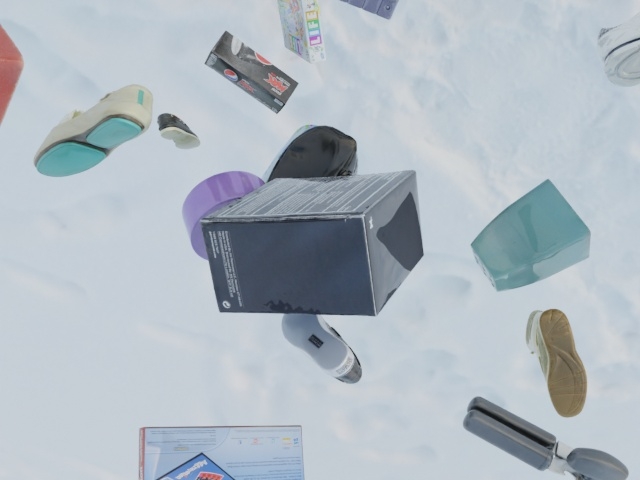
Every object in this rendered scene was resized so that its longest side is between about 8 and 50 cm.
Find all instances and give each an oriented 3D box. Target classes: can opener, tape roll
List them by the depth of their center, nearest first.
[{"bbox_3d":[0.398,0.354,1.281,0.284,0.076,0.095,28,127,8],"label":"can opener"},{"bbox_3d":[-0.182,-0.046,1.478,0.189,0.080,0.189,-16,140,-14],"label":"tape roll"}]

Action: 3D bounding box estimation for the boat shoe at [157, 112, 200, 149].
[{"bbox_3d":[-0.269,-0.207,1.387,0.049,0.042,0.133,-19,166,12],"label":"boat shoe"}]

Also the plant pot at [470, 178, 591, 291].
[{"bbox_3d":[0.486,0.008,1.713,0.234,0.165,0.165,-31,151,5],"label":"plant pot"}]

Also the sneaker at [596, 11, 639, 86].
[{"bbox_3d":[0.499,-0.296,0.985,0.235,0.094,0.090,-14,136,23],"label":"sneaker"}]

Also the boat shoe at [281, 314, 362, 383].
[{"bbox_3d":[0.006,0.187,1.311,0.080,0.228,0.076,-48,125,-8],"label":"boat shoe"}]

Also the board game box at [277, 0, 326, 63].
[{"bbox_3d":[-0.032,-0.338,1.113,0.026,0.154,0.103,-16,117,-12],"label":"board game box"}]

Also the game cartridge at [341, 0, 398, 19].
[{"bbox_3d":[0.106,-0.652,1.545,0.230,0.068,0.355,16,147,-7],"label":"game cartridge"}]

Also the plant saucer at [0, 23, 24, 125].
[{"bbox_3d":[-0.445,-0.171,0.814,0.048,0.259,0.258,-4,137,-51],"label":"plant saucer"}]

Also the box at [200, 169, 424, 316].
[{"bbox_3d":[0.000,0.000,1.276,0.294,0.296,0.182,-2,108,25],"label":"box"}]

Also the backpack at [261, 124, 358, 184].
[{"bbox_3d":[-0.025,-0.151,1.838,0.273,0.290,0.355,35,-173,17],"label":"backpack"}]

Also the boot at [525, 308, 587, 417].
[{"bbox_3d":[0.584,0.301,1.818,0.095,0.261,0.203,-13,174,3],"label":"boot"}]

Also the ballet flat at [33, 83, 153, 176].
[{"bbox_3d":[-0.328,-0.161,1.049,0.249,0.086,0.086,-16,136,36],"label":"ballet flat"}]

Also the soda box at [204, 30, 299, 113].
[{"bbox_3d":[-0.129,-0.316,1.365,0.169,0.060,0.053,34,158,-12],"label":"soda box"}]

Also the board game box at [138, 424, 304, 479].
[{"bbox_3d":[-0.148,0.366,1.140,0.282,0.144,0.027,10,155,-34],"label":"board game box"}]
